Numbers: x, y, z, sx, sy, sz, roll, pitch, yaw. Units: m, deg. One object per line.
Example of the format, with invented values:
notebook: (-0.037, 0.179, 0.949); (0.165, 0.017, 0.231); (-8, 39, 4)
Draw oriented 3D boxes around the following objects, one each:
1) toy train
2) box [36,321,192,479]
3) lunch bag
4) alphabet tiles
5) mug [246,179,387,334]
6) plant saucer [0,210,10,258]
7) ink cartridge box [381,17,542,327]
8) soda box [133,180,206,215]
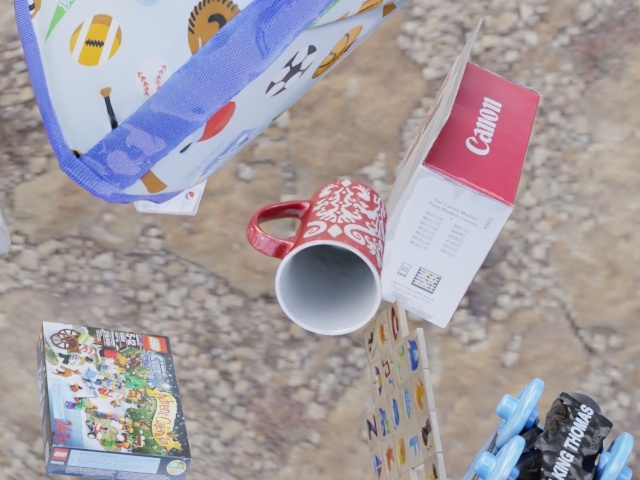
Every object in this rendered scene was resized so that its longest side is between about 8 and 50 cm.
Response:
toy train: (0.096, 0.149, 0.842); (0.080, 0.105, 0.184); (32, 37, 4)
box: (-0.245, 0.187, 1.962); (0.159, 0.233, 0.044); (7, 122, -18)
lunch bag: (-0.035, -0.226, 1.193); (0.239, 0.328, 0.385); (41, 31, -18)
alphabet tiles: (0.078, 0.185, 1.624); (0.009, 0.198, 0.237); (-3, 73, -16)
mug: (0.009, -0.003, 1.813); (0.113, 0.169, 0.150); (-30, 109, 23)
plant saucer: (-0.309, -0.150, 0.962); (0.100, 0.400, 0.400); (-28, 103, -7)
ink cartridge box: (0.180, -0.093, 2.127); (0.130, 0.309, 0.272); (25, 125, -2)
soda box: (-0.200, -0.116, 1.945); (0.074, 0.216, 0.069); (4, 123, -28)
